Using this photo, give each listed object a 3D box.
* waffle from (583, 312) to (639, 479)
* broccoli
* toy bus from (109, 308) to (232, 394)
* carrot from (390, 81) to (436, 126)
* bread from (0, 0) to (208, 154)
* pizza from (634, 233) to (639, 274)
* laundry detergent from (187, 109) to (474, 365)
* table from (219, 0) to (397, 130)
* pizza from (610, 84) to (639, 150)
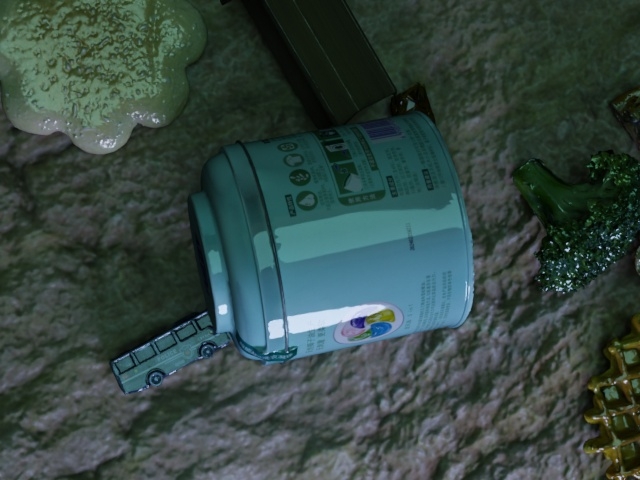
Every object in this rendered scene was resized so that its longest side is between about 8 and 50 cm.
[{"bbox_3d":[0.502,0.231,1.603,0.260,0.069,0.292,24,85,-5],"label":"waffle"},{"bbox_3d":[0.346,-0.042,1.552,0.194,0.194,0.219,39,105,-6],"label":"broccoli"},{"bbox_3d":[-0.196,0.147,1.495,0.166,0.047,0.065,-28,89,-9],"label":"toy bus"},{"bbox_3d":[0.147,-0.103,1.560,0.069,0.069,0.228,-15,89,-10],"label":"carrot"},{"bbox_3d":[-0.307,-0.270,1.493,0.316,0.054,0.315,1,87,-12],"label":"bread"},{"bbox_3d":[0.517,-0.032,1.567,0.154,0.069,0.193,-3,110,-39],"label":"pizza"},{"bbox_3d":[0.000,0.000,1.413,0.305,0.287,0.287,-11,89,-10],"label":"laundry detergent"},{"bbox_3d":[-0.005,-0.266,1.502,0.167,0.167,0.226,-33,102,-9],"label":"table"},{"bbox_3d":[0.532,-0.144,1.628,0.201,0.053,0.193,-11,89,-10],"label":"pizza"}]
